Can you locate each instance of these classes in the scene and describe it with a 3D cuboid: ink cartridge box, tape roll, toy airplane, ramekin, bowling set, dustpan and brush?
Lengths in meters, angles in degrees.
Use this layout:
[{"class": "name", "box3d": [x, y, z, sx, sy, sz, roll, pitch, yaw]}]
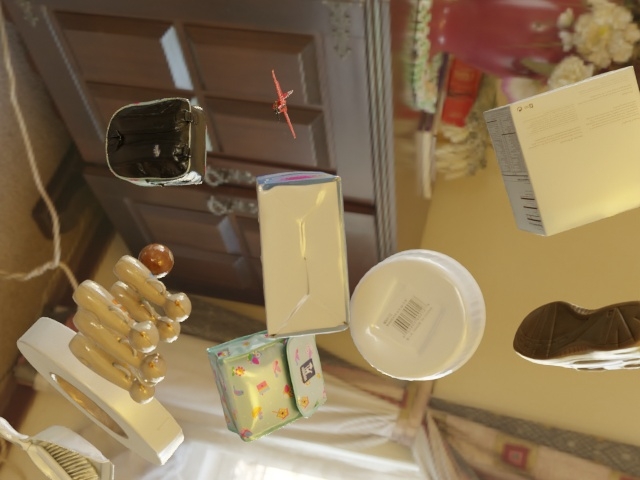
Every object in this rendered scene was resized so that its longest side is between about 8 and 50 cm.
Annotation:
[{"class": "ink cartridge box", "box3d": [-0.045, 0.005, 1.477, 0.395, 0.151, 0.269, -136, -138, -80]}, {"class": "tape roll", "box3d": [-0.446, 0.310, 1.568, 0.072, 0.392, 0.392, -50, 153, -26]}, {"class": "toy airplane", "box3d": [-0.082, -0.290, 1.605, 0.151, 0.028, 0.151, -13, 90, -76]}, {"class": "ramekin", "box3d": [0.191, 0.155, 1.577, 0.135, 0.277, 0.277, 6, 93, -72]}, {"class": "bowling set", "box3d": [-0.247, 0.104, 1.131, 0.200, 0.154, 0.287, -52, 179, -28]}, {"class": "dustpan and brush", "box3d": [-0.394, 0.301, 1.104, 0.060, 0.211, 0.147, -40, 160, -40]}]

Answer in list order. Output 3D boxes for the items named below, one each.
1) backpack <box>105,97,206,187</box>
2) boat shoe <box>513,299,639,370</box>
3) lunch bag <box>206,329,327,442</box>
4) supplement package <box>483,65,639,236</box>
[{"class": "backpack", "box3d": [-0.421, -0.248, 2.004, 0.191, 0.254, 0.225, 28, 60, -76]}, {"class": "boat shoe", "box3d": [0.473, 0.180, 1.344, 0.121, 0.110, 0.341, -63, -161, -17]}, {"class": "lunch bag", "box3d": [-0.114, 0.332, 1.871, 0.160, 0.262, 0.223, 7, -69, 65]}, {"class": "supplement package", "box3d": [0.387, -0.135, 1.192, 0.149, 0.194, 0.203, -120, -167, -84]}]
